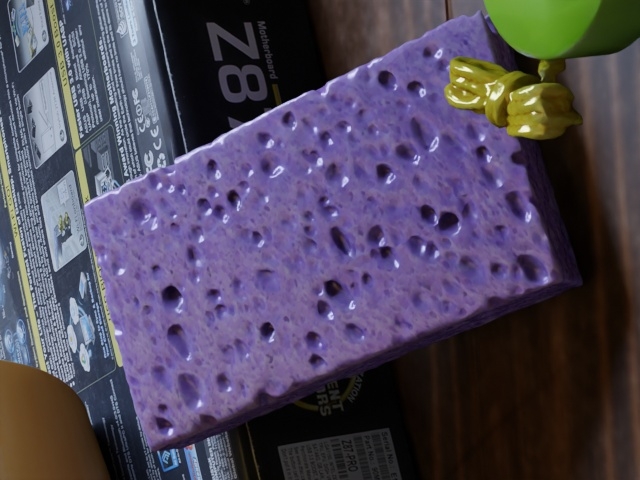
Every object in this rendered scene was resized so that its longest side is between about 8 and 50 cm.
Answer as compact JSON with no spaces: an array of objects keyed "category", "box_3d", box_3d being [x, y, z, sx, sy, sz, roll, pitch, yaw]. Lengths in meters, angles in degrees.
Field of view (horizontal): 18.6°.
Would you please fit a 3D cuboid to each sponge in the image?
[{"category":"sponge","box_3d":[0.000,0.000,0.818,0.210,0.031,0.117,-24,74,27]}]

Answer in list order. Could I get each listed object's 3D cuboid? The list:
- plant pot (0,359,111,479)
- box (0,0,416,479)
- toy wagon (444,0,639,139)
[{"category":"plant pot","box_3d":[-0.165,0.165,0.908,0.205,0.205,0.188,124,145,-48]},{"category":"box","box_3d":[-0.092,0.037,1.017,0.318,0.097,0.395,-32,69,55]},{"category":"toy wagon","box_3d":[0.097,-0.206,0.674,0.267,0.068,0.344,30,122,55]}]
